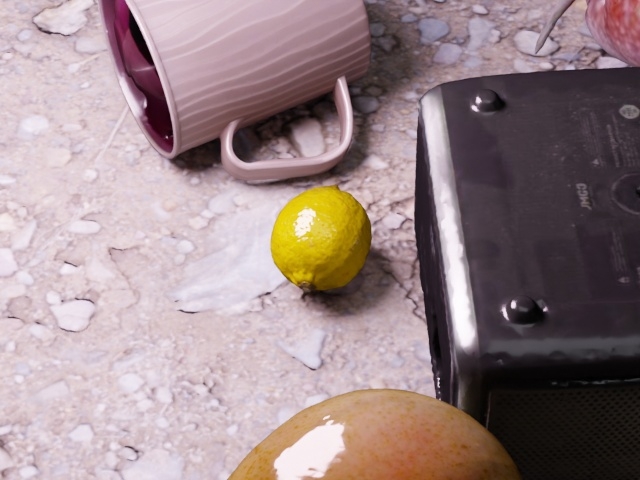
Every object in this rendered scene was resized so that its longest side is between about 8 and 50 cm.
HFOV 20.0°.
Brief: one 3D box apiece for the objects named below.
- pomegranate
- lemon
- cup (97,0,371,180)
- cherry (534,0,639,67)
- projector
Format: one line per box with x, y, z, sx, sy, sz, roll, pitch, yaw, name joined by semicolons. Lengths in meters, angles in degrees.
0.064;0.280;1.582;0.319;0.319;0.319;-1;49;1;pomegranate
0.000;0.000;1.944;0.109;0.109;0.133;12;59;13;lemon
-0.087;-0.217;2.075;0.273;0.208;0.288;-21;50;-17;cup
0.457;-0.323;2.110;0.335;0.291;0.326;-9;35;-30;cherry
0.311;0.028;1.817;0.405;0.242;0.395;-3;47;-2;projector
